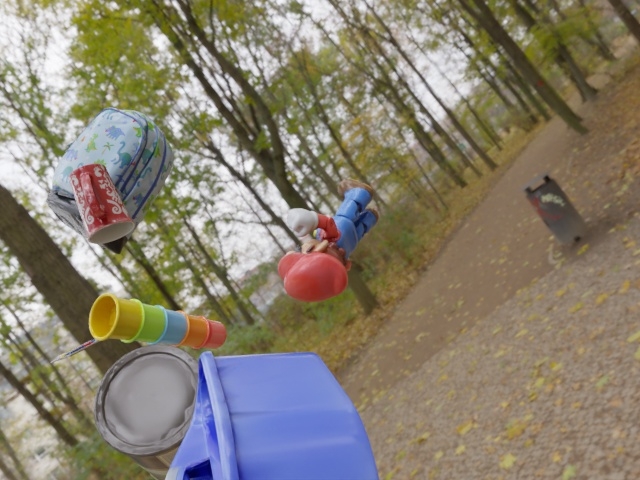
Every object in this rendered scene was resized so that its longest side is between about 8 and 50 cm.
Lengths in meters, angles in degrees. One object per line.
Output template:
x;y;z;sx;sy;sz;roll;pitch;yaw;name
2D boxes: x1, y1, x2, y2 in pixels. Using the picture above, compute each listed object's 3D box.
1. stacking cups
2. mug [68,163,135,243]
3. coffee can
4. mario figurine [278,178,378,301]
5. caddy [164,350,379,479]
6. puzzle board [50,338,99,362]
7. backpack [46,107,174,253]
-0.330;0.178;1.287;0.096;0.096;0.316;-40;-32;23;stacking cups
-0.525;-0.099;1.433;0.113;0.169;0.150;-17;-15;-37;mug
-0.294;0.351;1.171;0.201;0.201;0.275;-38;-27;-20;coffee can
0.000;0.000;1.274;0.170;0.198;0.320;-34;14;45;mario figurine
-0.069;0.249;0.608;0.179;0.242;0.341;-4;12;-15;caddy
-0.601;0.269;1.505;0.096;0.011;0.128;-21;4;36;puzzle board
-0.570;-0.190;1.663;0.355;0.290;0.273;-49;-32;-24;backpack
